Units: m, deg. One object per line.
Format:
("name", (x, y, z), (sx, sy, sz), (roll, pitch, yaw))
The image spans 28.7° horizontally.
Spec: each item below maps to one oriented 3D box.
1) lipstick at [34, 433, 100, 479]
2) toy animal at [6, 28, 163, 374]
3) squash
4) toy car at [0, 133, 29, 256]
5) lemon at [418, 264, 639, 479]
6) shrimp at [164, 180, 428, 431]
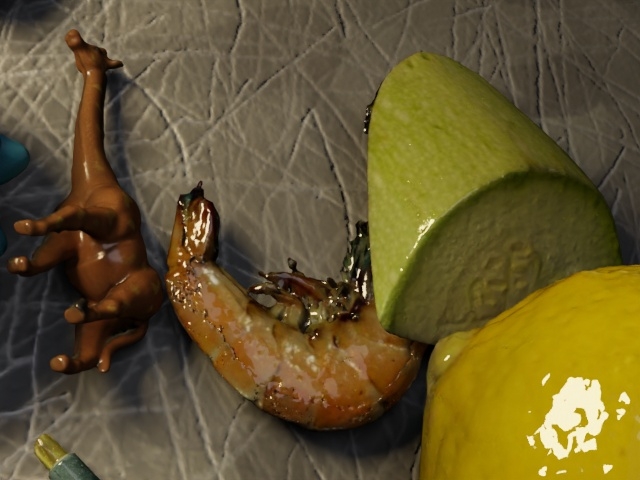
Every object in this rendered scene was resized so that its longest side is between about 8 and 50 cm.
("lipstick", (-0.158, 0.181, 0.872), (0.116, 0.037, 0.037), (43, 65, 11))
("toy animal", (-0.170, -0.034, 0.913), (0.224, 0.066, 0.229), (67, 21, -13))
("squash", (0.130, -0.029, 1.000), (0.237, 0.155, 0.204), (8, 105, -34))
("toy car", (-0.297, -0.048, 0.839), (0.190, 0.188, 0.255), (15, 66, -13))
("lemon", (0.228, 0.177, 0.829), (0.336, 0.336, 0.336), (5, 68, -13))
("shrimp", (0.000, 0.000, 0.970), (0.222, 0.054, 0.290), (29, 63, -3))
